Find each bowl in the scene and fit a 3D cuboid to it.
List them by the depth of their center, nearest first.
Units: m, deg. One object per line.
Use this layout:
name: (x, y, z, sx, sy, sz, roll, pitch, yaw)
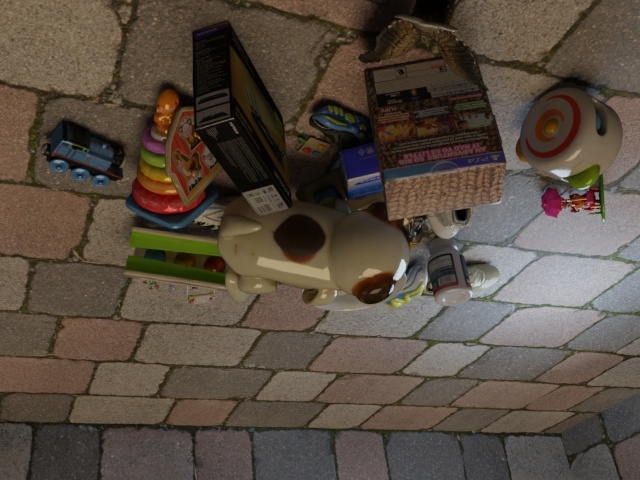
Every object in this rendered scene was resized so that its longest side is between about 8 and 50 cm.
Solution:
bowl: (0.087, 0.075, 2.146, 0.298, 0.134, 0.297, -5, 148, -3)

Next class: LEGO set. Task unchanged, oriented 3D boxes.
LEGO set: (-0.388, 0.115, 2.097, 0.287, 0.107, 0.132, -1, -172, -12)

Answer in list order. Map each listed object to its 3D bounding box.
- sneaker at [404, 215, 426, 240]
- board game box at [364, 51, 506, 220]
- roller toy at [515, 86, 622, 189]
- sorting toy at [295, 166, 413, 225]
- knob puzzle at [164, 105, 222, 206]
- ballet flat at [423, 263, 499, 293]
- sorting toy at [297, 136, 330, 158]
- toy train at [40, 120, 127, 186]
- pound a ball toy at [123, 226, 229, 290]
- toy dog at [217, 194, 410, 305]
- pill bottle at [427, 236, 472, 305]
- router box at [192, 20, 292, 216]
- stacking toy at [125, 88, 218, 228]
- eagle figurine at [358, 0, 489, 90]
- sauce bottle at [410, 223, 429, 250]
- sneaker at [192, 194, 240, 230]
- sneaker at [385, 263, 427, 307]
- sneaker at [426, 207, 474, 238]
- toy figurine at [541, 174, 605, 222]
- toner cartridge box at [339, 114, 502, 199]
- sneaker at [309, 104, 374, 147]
sneaker: (0.188, -0.075, 1.977, 0.130, 0.087, 0.227, -35, 127, 3)
board game box: (0.225, -0.213, 1.546, 0.232, 0.290, 0.141, -8, 149, 3)
roller toy: (0.543, -0.233, 1.678, 0.146, 0.209, 0.191, 17, 107, -34)
sorting toy: (0.108, -0.047, 1.897, 0.229, 0.041, 0.307, -26, 113, 26)
knob puzzle: (-0.256, -0.195, 1.596, 0.030, 0.213, 0.213, 14, 160, 30)
ballet flat: (0.426, 0.122, 2.328, 0.249, 0.086, 0.086, -10, 149, 5)
sorting toy: (-0.026, -0.215, 1.760, 0.083, 0.012, 0.062, 15, 143, -33)
toy train: (-0.507, -0.183, 1.657, 0.184, 0.080, 0.105, 21, 133, -38)
pound a ball toy: (-0.324, 0.016, 1.972, 0.319, 0.208, 0.136, 8, 171, -2)
toy dog: (0.000, 0.000, 1.726, 0.408, 0.284, 0.395, 8, 159, 12)
pill bottle: (0.363, 0.085, 2.171, 0.108, 0.180, 0.108, -5, 149, -3)
router box: (-0.150, -0.229, 1.491, 0.081, 0.242, 0.309, -14, 149, 12)
stacking toy: (-0.325, -0.191, 1.629, 0.166, 0.175, 0.301, 24, 135, 19)
eagle figurine: (0.201, -0.381, 1.371, 0.225, 0.226, 0.298, -21, 147, -16)
sauce bottle: (0.258, -0.003, 2.139, 0.042, 0.042, 0.128, 9, 147, -25)
sneaker: (-0.279, -0.063, 1.825, 0.237, 0.086, 0.085, -6, 179, -43)
sneaker: (0.229, 0.141, 2.325, 0.126, 0.091, 0.240, 7, 147, -20)
sneaker: (0.333, -0.078, 1.948, 0.111, 0.129, 0.297, -8, 150, -2)
toy figurine: (0.667, -0.105, 2.020, 0.159, 0.130, 0.173, -3, 176, 20)
toner cartridge box: (0.219, -0.184, 1.721, 0.348, 0.075, 0.165, -14, 167, -1)
sneaker: (0.052, -0.246, 1.691, 0.188, 0.067, 0.078, 20, 161, -40)
